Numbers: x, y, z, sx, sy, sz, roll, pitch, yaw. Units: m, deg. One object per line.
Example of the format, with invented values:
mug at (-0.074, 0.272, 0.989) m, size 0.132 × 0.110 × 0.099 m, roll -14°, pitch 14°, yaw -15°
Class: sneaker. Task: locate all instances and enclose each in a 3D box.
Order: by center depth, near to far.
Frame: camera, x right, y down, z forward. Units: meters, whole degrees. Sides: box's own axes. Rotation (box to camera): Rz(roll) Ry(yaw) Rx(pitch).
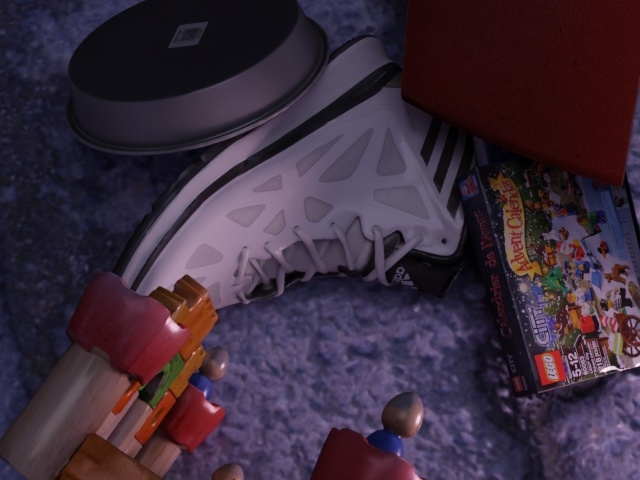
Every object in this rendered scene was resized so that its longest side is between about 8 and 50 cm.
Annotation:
sneaker at (0.000, -0.001, 1.364) m, size 0.257 × 0.169 × 0.447 m, roll 41°, pitch 68°, yaw 13°

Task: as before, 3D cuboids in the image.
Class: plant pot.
plant pot at (0.217, -0.235, 1.359) m, size 0.235 × 0.267 × 0.267 m, roll 8°, pitch 24°, yaw 12°

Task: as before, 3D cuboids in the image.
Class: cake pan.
cake pan at (-0.137, -0.193, 1.406) m, size 0.293 × 0.054 × 0.293 m, roll -11°, pitch 35°, yaw 8°

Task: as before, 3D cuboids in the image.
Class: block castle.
block castle at (-0.072, 0.188, 1.136) m, size 0.303 × 0.453 × 0.213 m, roll 32°, pitch 76°, yaw 9°

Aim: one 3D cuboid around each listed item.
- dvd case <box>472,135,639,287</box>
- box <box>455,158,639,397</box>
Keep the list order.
dvd case at (0.264, 0.000, 1.414) m, size 0.180 × 0.022 × 0.253 m, roll -6°, pitch 79°, yaw -27°
box at (0.242, 0.030, 1.356) m, size 0.159 × 0.044 × 0.233 m, roll -11°, pitch 81°, yaw -28°
